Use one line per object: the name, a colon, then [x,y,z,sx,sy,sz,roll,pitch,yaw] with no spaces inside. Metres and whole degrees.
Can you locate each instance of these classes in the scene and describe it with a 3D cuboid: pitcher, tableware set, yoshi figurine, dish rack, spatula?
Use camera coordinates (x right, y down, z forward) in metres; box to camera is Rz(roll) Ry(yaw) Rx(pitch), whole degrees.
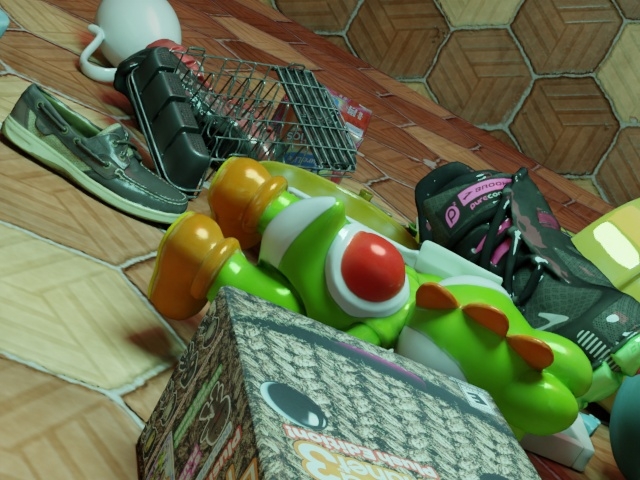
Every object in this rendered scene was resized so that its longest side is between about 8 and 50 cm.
pitcher: [-0.285,-0.294,1.890,0.178,0.125,0.207,1,39,-29]
tableware set: [0.106,-0.034,1.888,0.154,0.024,0.104,38,18,30]
yoshi figurine: [0.046,0.083,1.089,0.362,0.203,0.203,26,7,14]
dish rack: [-0.089,-0.147,1.602,0.272,0.074,0.208,2,51,-34]
spatula: [0.042,0.060,1.225,0.242,0.168,0.019,27,24,25]

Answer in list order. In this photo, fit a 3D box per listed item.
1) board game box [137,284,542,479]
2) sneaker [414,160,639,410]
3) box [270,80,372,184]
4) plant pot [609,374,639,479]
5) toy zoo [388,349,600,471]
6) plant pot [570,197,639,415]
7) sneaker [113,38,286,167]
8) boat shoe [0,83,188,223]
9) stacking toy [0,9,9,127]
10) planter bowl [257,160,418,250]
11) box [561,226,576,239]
board game box: [0.022,0.183,0.818,0.232,0.141,0.291,23,16,-19]
sneaker: [0.184,0.038,1.292,0.202,0.185,0.483,57,-3,-19]
box: [-0.011,-0.148,1.859,0.128,0.122,0.257,28,15,-3]
plant pot: [0.424,0.211,1.256,0.272,0.271,0.255,22,2,-21]
toy zoo: [0.177,0.157,1.383,0.293,0.030,0.192,23,16,-18]
plant pot: [0.393,0.114,1.545,0.254,0.254,0.239,5,44,-56]
sneaker: [-0.168,-0.162,1.690,0.276,0.097,0.135,42,32,17]
boat shoe: [-0.238,-0.095,1.384,0.224,0.073,0.080,29,15,2]
stacking toy: [-0.465,-0.248,1.376,0.309,0.130,0.279,17,19,-36]
planter bowl: [0.000,0.000,1.465,0.217,0.090,0.217,27,16,-8]
box: [0.403,0.066,1.918,0.207,0.114,0.036,28,15,-6]
